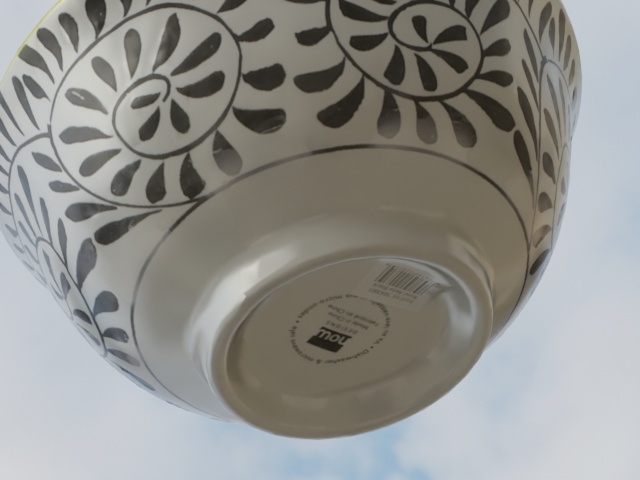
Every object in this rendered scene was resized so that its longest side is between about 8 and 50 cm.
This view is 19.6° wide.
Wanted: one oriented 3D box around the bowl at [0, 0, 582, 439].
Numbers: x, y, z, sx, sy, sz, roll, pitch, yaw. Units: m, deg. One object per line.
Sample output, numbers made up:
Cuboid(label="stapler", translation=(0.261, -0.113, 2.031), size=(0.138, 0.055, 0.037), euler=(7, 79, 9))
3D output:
Cuboid(label="bowl", translation=(0.000, 0.000, 0.493), size=(0.170, 0.080, 0.170), euler=(-9, -42, -9))
